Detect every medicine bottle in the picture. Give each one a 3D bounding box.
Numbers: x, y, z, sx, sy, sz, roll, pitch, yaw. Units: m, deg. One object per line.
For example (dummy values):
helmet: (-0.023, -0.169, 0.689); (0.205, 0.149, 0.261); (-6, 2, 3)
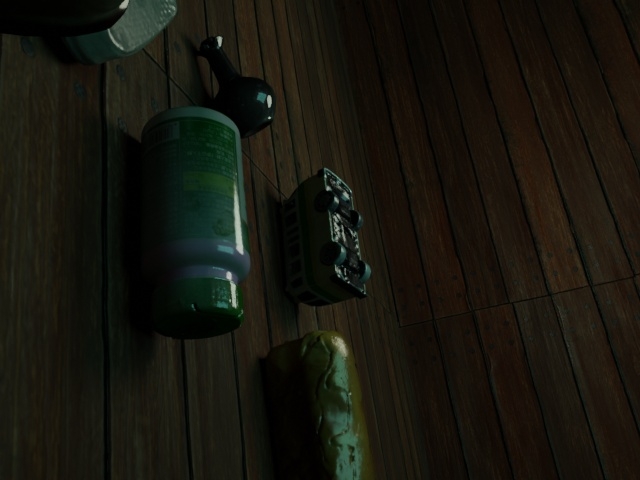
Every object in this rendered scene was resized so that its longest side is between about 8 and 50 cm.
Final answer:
medicine bottle: (-0.157, -0.021, 0.762); (0.133, 0.133, 0.274); (52, 28, -60)

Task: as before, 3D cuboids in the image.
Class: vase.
vase: (-0.158, -0.278, 1.101); (0.183, 0.120, 0.120); (61, 14, -3)

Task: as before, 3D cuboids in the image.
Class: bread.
bread: (0.011, 0.330, 1.052); (0.195, 0.148, 0.344); (38, 40, -68)

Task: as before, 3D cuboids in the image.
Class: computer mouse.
computer mouse: (-0.248, -0.294, 0.736); (0.231, 0.079, 0.128); (-67, 159, -52)

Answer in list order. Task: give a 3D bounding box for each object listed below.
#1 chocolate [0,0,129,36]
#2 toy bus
chocolate: (-0.247, -0.244, 0.407); (0.283, 0.283, 0.186); (21, 74, -74)
toy bus: (0.000, 0.000, 1.330); (0.133, 0.164, 0.276); (36, 39, -48)
